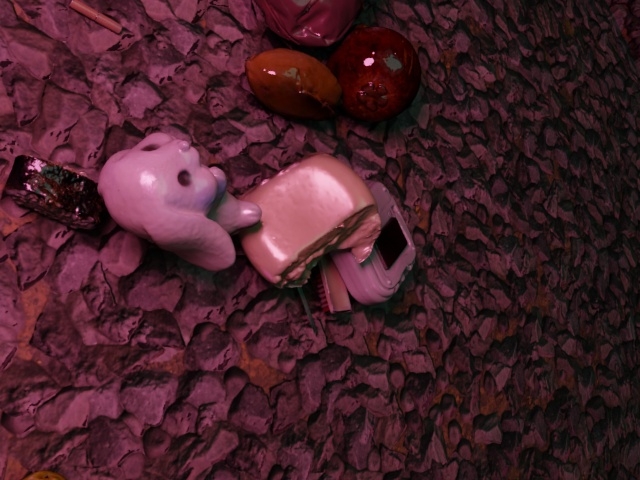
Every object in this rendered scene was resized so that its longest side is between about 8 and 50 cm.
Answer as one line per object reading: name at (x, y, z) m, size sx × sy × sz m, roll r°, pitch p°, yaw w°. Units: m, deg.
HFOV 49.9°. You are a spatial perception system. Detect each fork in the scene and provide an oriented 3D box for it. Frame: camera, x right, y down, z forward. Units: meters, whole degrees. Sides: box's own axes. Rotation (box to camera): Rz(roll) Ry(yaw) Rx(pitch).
fork at (-0.054, 0.079, 1.395) m, size 0.039 × 0.021 × 0.235 m, roll -22°, pitch 97°, yaw -38°

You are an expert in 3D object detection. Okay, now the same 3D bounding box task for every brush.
brush at (0.000, 0.000, 1.449) m, size 0.060 × 0.050 × 0.321 m, roll -2°, pitch 74°, yaw -39°

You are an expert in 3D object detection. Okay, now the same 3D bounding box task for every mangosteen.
mangosteen at (0.120, -0.392, 1.548) m, size 0.215 × 0.215 × 0.258 m, roll 37°, pitch 39°, yaw -30°

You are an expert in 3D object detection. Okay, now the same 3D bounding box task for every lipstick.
lipstick at (-0.393, -0.392, 1.201) m, size 0.094 × 0.019 × 0.019 m, roll 25°, pitch 64°, yaw -35°

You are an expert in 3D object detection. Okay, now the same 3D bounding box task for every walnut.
walnut at (-0.049, -0.318, 1.416) m, size 0.245 × 0.137 × 0.137 m, roll 15°, pitch 70°, yaw -29°

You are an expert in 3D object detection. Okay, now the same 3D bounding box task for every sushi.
sushi at (-0.409, -0.076, 1.067) m, size 0.150 × 0.090 × 0.078 m, roll 26°, pitch 67°, yaw -37°

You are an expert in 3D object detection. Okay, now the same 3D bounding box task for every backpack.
backpack at (-0.019, -0.550, 1.457) m, size 0.283 × 0.197 × 0.317 m, roll 40°, pitch 62°, yaw -29°

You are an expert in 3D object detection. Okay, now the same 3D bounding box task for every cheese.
cheese at (-0.026, -0.036, 1.307) m, size 0.266 × 0.127 × 0.233 m, roll -33°, pitch 78°, yaw -8°

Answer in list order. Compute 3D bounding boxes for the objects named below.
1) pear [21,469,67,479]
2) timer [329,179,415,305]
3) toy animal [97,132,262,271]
pear at (-0.393, 0.369, 0.977) m, size 0.092 × 0.097 × 0.092 m, roll 24°, pitch 35°, yaw -18°
timer at (0.114, -0.001, 1.487) m, size 0.237 × 0.087 × 0.262 m, roll 62°, pitch 35°, yaw -12°
toy animal at (-0.246, -0.072, 1.112) m, size 0.174 × 0.249 × 0.289 m, roll -52°, pitch 145°, yaw -1°
